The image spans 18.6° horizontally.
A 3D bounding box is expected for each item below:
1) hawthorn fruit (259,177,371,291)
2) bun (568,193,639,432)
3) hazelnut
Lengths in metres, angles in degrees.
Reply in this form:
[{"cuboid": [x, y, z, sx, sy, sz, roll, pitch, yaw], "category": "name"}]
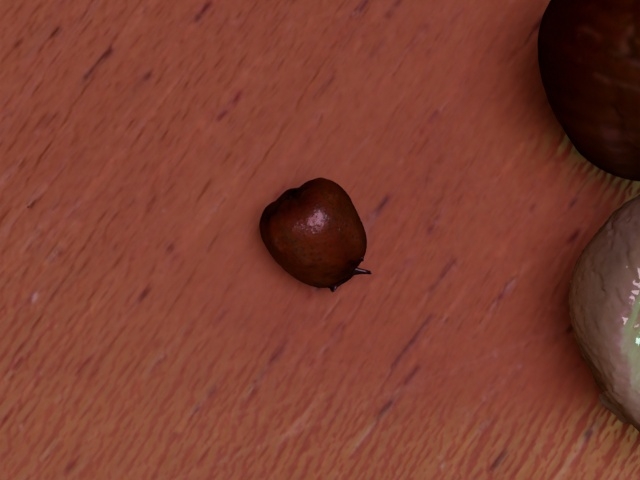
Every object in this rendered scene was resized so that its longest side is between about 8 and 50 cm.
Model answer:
[{"cuboid": [0.000, 0.000, 1.586, 0.081, 0.081, 0.093, -34, 103, -8], "category": "hawthorn fruit"}, {"cuboid": [0.313, 0.055, 1.580, 0.244, 0.153, 0.243, -2, 106, -6], "category": "bun"}, {"cuboid": [0.296, -0.156, 1.566, 0.230, 0.229, 0.229, 1, 85, -7], "category": "hazelnut"}]
